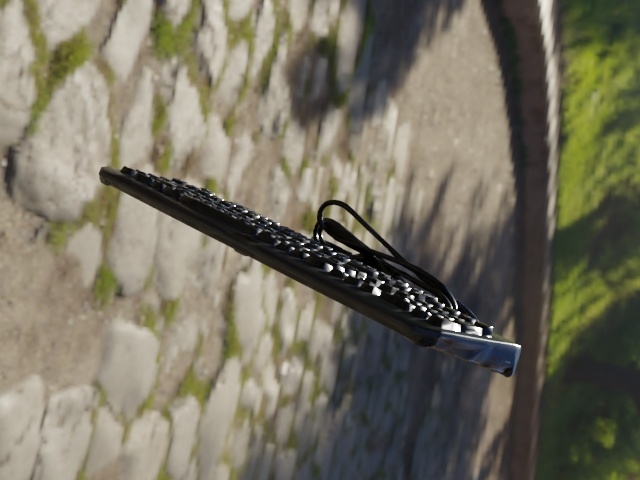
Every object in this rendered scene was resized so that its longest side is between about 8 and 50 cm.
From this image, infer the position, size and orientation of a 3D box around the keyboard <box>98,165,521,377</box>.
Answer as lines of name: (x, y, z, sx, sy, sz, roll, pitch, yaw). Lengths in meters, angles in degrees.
keyboard: (0.000, 0.000, 0.518, 0.100, 0.192, 0.038, 23, 93, -54)
